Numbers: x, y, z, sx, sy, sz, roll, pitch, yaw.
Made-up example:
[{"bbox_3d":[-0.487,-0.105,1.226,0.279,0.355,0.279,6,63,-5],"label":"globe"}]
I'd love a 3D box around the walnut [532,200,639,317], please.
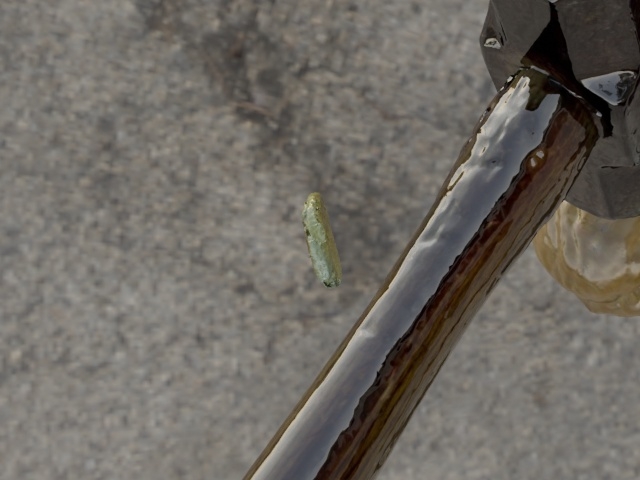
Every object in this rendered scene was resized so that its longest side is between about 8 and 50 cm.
[{"bbox_3d":[0.296,-0.027,1.325,0.213,0.213,0.213,-2,86,35],"label":"walnut"}]

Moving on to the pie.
[{"bbox_3d":[0.000,0.000,1.155,0.020,0.084,0.084,-13,79,5],"label":"pie"}]

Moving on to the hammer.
[{"bbox_3d":[0.058,0.027,0.663,0.095,0.242,0.408,25,74,28],"label":"hammer"}]
